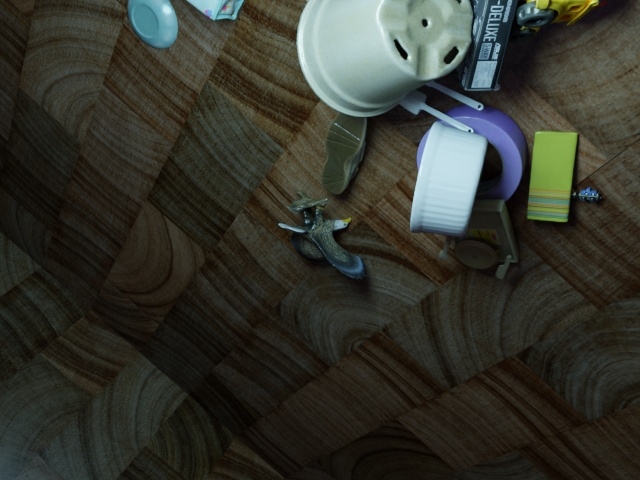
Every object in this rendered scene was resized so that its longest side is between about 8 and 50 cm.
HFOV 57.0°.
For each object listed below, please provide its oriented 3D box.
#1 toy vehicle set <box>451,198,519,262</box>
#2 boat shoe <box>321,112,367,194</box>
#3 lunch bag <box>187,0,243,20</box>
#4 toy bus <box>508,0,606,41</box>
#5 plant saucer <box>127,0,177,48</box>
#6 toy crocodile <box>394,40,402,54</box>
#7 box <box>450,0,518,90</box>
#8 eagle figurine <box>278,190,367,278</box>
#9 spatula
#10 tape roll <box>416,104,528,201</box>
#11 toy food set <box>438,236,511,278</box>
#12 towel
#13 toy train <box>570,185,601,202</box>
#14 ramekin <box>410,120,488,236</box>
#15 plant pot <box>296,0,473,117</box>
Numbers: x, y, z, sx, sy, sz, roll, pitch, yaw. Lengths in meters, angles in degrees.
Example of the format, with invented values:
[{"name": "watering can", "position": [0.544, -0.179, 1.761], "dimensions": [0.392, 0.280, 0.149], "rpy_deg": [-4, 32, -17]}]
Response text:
[{"name": "toy vehicle set", "position": [0.446, -0.023, 1.639], "dimensions": [0.166, 0.035, 0.267], "rpy_deg": [3, 149, 30]}, {"name": "boat shoe", "position": [0.079, -0.271, 1.714], "dimensions": [0.109, 0.098, 0.302], "rpy_deg": [30, 137, 16]}, {"name": "lunch bag", "position": [-0.277, -0.749, 1.543], "dimensions": [0.223, 0.160, 0.262], "rpy_deg": [40, 123, 5]}, {"name": "toy bus", "position": [0.501, -0.514, 1.235], "dimensions": [0.212, 0.220, 0.149], "rpy_deg": [-1, 89, -1]}, {"name": "plant saucer", "position": [-0.532, -0.686, 1.829], "dimensions": [0.195, 0.037, 0.194], "rpy_deg": [17, 131, 20]}, {"name": "toy crocodile", "position": [0.081, -0.586, 1.474], "dimensions": [0.115, 0.105, 0.340], "rpy_deg": [-25, 108, 41]}, {"name": "box", "position": [0.332, -0.517, 1.282], "dimensions": [0.077, 0.242, 0.307], "rpy_deg": [-5, 129, -11]}, {"name": "eagle figurine", "position": [0.011, -0.003, 1.901], "dimensions": [0.225, 0.226, 0.298], "rpy_deg": [-10, 114, 14]}, {"name": "spatula", "position": [0.313, -0.373, 1.479], "dimensions": [0.242, 0.019, 0.168], "rpy_deg": [36, 111, 24]}, {"name": "tape roll", "position": [0.400, -0.216, 1.564], "dimensions": [0.275, 0.090, 0.274], "rpy_deg": [16, 129, 21]}, {"name": "toy food set", "position": [0.443, 0.036, 1.681], "dimensions": [0.192, 0.038, 0.132], "rpy_deg": [19, 147, 12]}, {"name": "towel", "position": [0.591, -0.161, 1.509], "dimensions": [0.102, 0.021, 0.237], "rpy_deg": [7, 116, 23]}, {"name": "toy train", "position": [0.641, -0.125, 1.526], "dimensions": [0.158, 0.027, 0.036], "rpy_deg": [10, 116, 27]}, {"name": "ramekin", "position": [0.315, -0.140, 1.430], "dimensions": [0.135, 0.277, 0.277], "rpy_deg": [13, 129, 15]}, {"name": "plant pot", "position": [0.158, -0.449, 1.294], "dimensions": [0.333, 0.334, 0.305], "rpy_deg": [60, 164, -19]}]
